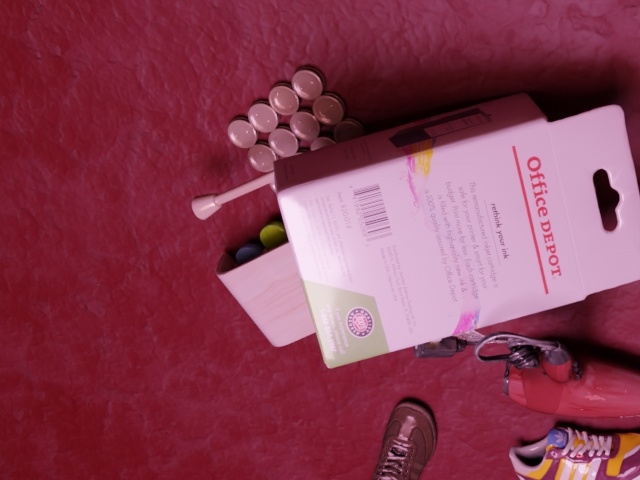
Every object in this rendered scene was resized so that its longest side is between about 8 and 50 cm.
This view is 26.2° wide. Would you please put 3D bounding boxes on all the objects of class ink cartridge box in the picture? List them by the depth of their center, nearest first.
[{"bbox_3d":[0.147,-0.022,1.432,0.354,0.119,0.207,-15,110,2],"label":"ink cartridge box"}]

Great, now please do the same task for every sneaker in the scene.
[{"bbox_3d":[0.312,0.255,1.629,0.185,0.069,0.084,-26,114,32],"label":"sneaker"},{"bbox_3d":[0.100,0.290,1.734,0.066,0.071,0.188,17,126,11],"label":"sneaker"}]

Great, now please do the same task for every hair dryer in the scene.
[{"bbox_3d":[0.261,0.154,1.511,0.294,0.080,0.223,12,175,-22],"label":"hair dryer"}]

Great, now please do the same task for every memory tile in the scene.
[{"bbox_3d":[-0.028,-0.122,1.559,0.148,0.012,0.113,-33,105,35],"label":"memory tile"}]

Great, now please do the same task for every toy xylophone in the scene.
[{"bbox_3d":[0.000,0.000,1.580,0.323,0.081,0.236,-17,115,30],"label":"toy xylophone"}]
